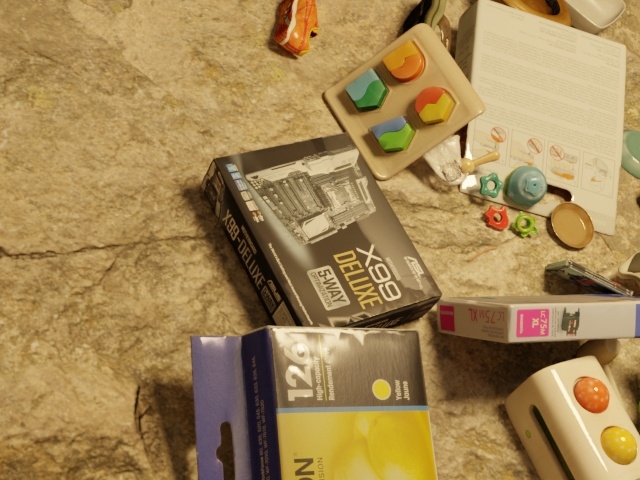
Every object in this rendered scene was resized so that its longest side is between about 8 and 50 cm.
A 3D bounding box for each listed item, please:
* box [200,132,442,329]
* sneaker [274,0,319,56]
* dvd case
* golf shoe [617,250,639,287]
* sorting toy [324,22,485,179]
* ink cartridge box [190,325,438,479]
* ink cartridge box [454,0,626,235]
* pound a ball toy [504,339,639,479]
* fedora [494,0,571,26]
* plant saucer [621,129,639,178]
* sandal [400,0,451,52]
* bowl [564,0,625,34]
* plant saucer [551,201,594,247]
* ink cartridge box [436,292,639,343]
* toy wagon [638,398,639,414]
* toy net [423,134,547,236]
[{"bbox_3d":[0.000,0.000,1.635,0.243,0.076,0.307,-14,64,-32],"label":"box"},{"bbox_3d":[-0.033,-0.380,1.915,0.067,0.064,0.175,34,51,-27],"label":"sneaker"},{"bbox_3d":[0.428,0.064,1.796,0.119,0.087,0.013,27,79,-7],"label":"dvd case"},{"bbox_3d":[0.585,0.134,1.827,0.120,0.105,0.272,-22,73,-2],"label":"golf shoe"},{"bbox_3d":[0.131,-0.227,1.810,0.208,0.038,0.193,-34,69,8],"label":"sorting toy"},{"bbox_3d":[-0.001,0.259,1.414,0.307,0.072,0.303,3,71,-27],"label":"ink cartridge box"},{"bbox_3d":[0.383,-0.210,1.993,0.308,0.091,0.384,15,69,-16],"label":"ink cartridge box"},{"bbox_3d":[0.416,0.279,1.599,0.208,0.135,0.319,-9,62,-30],"label":"pound a ball toy"},{"bbox_3d":[0.384,-0.443,2.134,0.194,0.079,0.194,22,41,-21],"label":"fedora"},{"bbox_3d":[0.595,-0.162,2.077,0.119,0.021,0.119,13,53,-18],"label":"plant saucer"},{"bbox_3d":[0.187,-0.343,1.953,0.086,0.120,0.302,39,47,-15],"label":"sandal"},{"bbox_3d":[0.526,-0.472,2.246,0.142,0.053,0.142,42,50,8],"label":"bowl"},{"bbox_3d":[0.421,-0.024,1.890,0.083,0.015,0.083,9,65,-20],"label":"plant saucer"},{"bbox_3d":[0.352,0.112,1.658,0.311,0.186,0.065,-2,92,-26],"label":"ink cartridge box"},{"bbox_3d":[0.628,0.188,1.711,0.267,0.068,0.344,20,80,-17],"label":"toy wagon"},{"bbox_3d":[0.261,-0.094,1.844,0.232,0.045,0.122,21,88,-11],"label":"toy net"}]
